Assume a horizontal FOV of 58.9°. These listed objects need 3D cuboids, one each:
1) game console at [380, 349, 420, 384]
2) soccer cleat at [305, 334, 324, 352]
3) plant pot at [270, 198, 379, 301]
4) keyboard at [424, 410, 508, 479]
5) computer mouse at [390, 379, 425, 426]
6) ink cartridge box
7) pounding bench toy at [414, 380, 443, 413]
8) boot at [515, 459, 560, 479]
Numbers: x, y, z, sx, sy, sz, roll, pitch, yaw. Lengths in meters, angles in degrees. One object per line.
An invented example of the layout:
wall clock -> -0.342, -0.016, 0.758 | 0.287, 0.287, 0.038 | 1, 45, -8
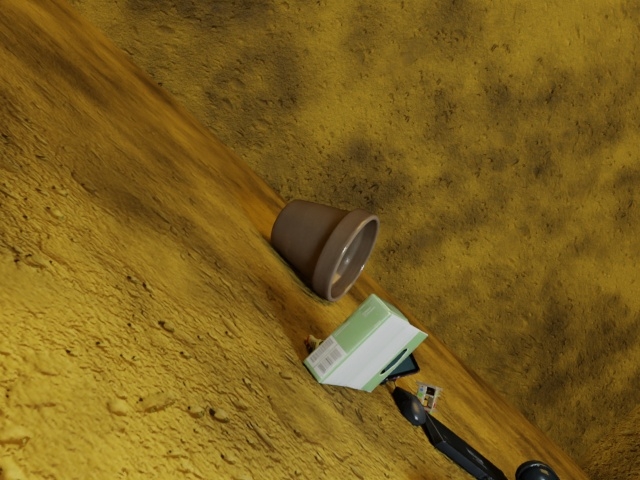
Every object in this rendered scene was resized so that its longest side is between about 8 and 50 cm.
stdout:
game console -> 0.148, 0.264, 1.318 | 0.124, 0.085, 0.144 | 43, 6, -9
soccer cleat -> -0.004, 0.194, 1.049 | 0.029, 0.035, 0.083 | 42, 7, -18
plant pot -> 0.000, 0.000, 1.522 | 0.229, 0.263, 0.263 | 29, 1, 20
keyboard -> 0.349, 0.511, 1.246 | 0.317, 0.033, 0.201 | 40, 6, -22
computer mouse -> 0.188, 0.339, 1.296 | 0.071, 0.041, 0.242 | 41, 7, -20
ink cartridge box -> 0.092, 0.195, 1.036 | 0.056, 0.171, 0.235 | 48, 7, 29
pounding bench toy -> 0.256, 0.375, 1.343 | 0.052, 0.065, 0.083 | 10, -12, 30
boot -> 0.495, 0.594, 1.138 | 0.207, 0.094, 0.246 | -70, 137, -85
